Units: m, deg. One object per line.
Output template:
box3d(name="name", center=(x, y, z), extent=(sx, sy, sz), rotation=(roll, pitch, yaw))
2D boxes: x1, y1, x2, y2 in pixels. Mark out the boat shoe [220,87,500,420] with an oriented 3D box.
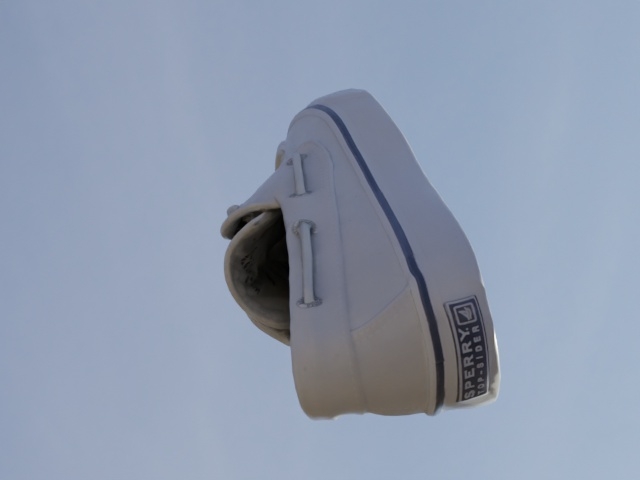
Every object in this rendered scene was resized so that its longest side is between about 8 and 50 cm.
box3d(name="boat shoe", center=(0.000, 0.000, 0.711), extent=(0.084, 0.258, 0.095), rotation=(-12, -74, -7))
